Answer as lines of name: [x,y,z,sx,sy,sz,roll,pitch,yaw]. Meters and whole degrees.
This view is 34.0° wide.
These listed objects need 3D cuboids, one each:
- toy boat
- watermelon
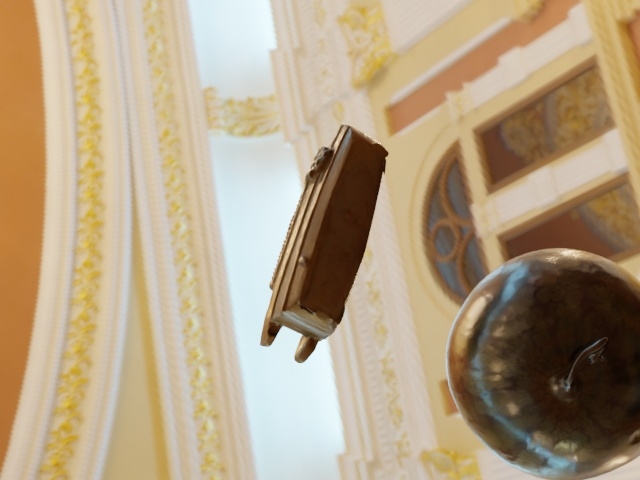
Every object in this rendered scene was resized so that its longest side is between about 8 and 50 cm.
toy boat: [0.000,0.000,1.330,0.089,0.115,0.310,23,-109,-21]
watermelon: [0.290,0.148,1.264,0.279,0.279,0.359,65,-172,5]
